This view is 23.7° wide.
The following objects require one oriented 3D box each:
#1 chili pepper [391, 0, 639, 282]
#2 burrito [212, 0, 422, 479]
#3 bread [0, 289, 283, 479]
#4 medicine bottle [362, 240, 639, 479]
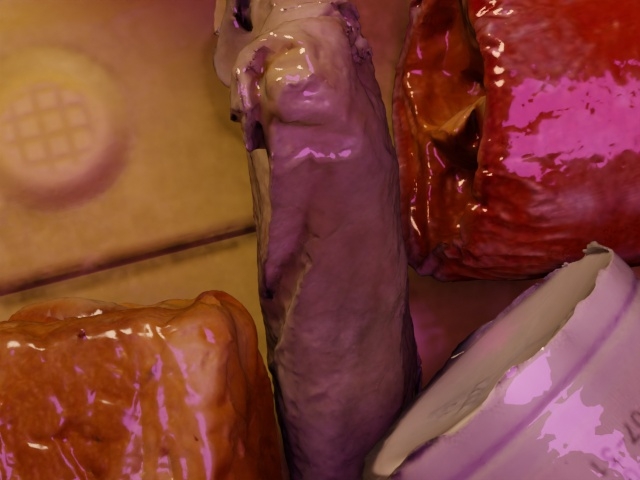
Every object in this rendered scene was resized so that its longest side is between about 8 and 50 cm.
[{"bbox_3d":[0.197,-0.107,0.947,0.305,0.229,0.251,-8,78,-11],"label":"chili pepper"},{"bbox_3d":[0.001,-0.006,0.914,0.107,0.175,0.348,-6,119,7],"label":"burrito"},{"bbox_3d":[-0.106,0.199,0.880,0.195,0.149,0.344,-6,83,9],"label":"bread"},{"bbox_3d":[0.201,0.182,0.831,0.332,0.190,0.190,46,76,-1],"label":"medicine bottle"}]
